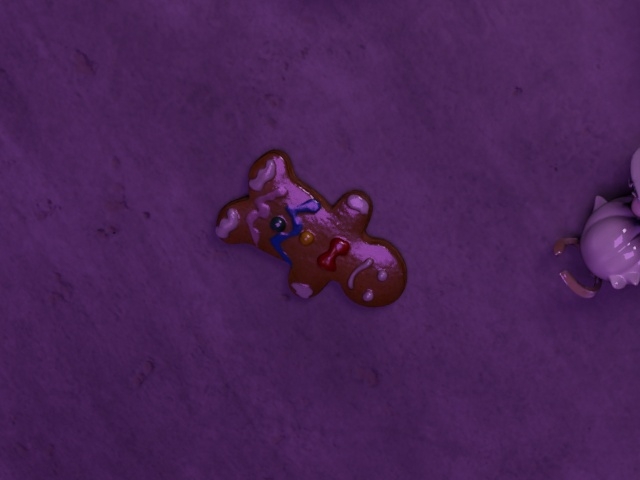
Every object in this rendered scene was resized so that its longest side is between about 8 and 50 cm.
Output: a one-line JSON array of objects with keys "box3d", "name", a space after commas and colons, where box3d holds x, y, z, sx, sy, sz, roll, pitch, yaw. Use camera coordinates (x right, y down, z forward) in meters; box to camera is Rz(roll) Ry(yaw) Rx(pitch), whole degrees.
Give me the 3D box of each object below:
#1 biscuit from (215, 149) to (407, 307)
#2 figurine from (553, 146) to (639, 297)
[{"box3d": [0.000, 0.000, 1.721, 0.205, 0.031, 0.138, 34, 116, -6], "name": "biscuit"}, {"box3d": [0.296, -0.005, 1.617, 0.132, 0.132, 0.154, 45, 129, -9], "name": "figurine"}]
